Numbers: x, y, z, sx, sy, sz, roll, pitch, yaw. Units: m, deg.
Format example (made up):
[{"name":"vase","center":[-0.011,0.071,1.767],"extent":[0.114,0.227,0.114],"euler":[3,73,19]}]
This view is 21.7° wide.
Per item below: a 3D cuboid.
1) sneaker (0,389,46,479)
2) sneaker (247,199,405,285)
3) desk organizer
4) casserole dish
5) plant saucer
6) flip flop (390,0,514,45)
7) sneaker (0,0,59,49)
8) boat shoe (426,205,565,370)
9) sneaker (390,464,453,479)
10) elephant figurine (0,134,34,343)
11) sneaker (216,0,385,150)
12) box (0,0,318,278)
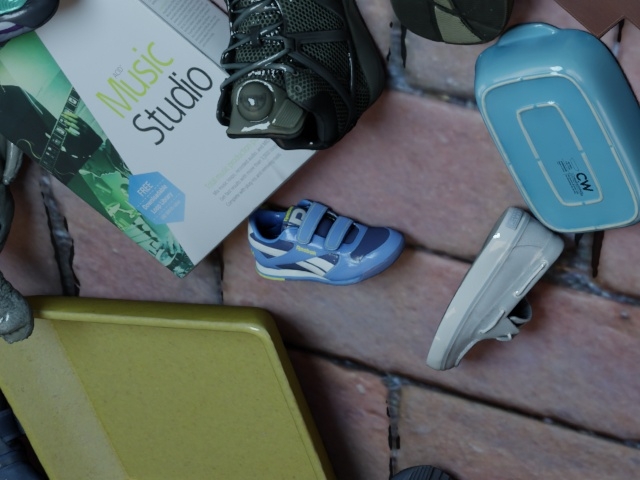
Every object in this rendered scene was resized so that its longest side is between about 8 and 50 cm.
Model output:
[{"name":"sneaker","center":[-0.350,0.232,1.775],"extent":[0.163,0.086,0.226],"euler":[57,159,3]},{"name":"sneaker","center":[0.000,0.000,1.373],"extent":[0.144,0.053,0.059],"euler":[-1,127,29]},{"name":"desk organizer","center":[0.221,-0.146,1.113],"extent":[0.130,0.047,0.050],"euler":[39,139,-9]},{"name":"casserole dish","center":[0.179,-0.071,1.216],"extent":[0.114,0.037,0.188],"euler":[-8,126,36]},{"name":"plant saucer","center":[-0.131,0.170,1.589],"extent":[0.333,0.081,0.332],"euler":[2,130,28]},{"name":"flip flop","center":[0.101,-0.232,1.086],"extent":[0.112,0.080,0.277],"euler":[16,151,9]},{"name":"sneaker","center":[-0.272,-0.168,1.286],"extent":[0.224,0.083,0.098],"euler":[3,151,33]},{"name":"boat shoe","center":[0.140,0.049,1.339],"extent":[0.063,0.066,0.184],"euler":[29,128,4]},{"name":"sneaker","center":[0.106,0.339,1.595],"extent":[0.131,0.112,0.319],"euler":[2,128,42]},{"name":"elephant figurine","center":[-0.334,-0.051,1.452],"extent":[0.239,0.186,0.169],"euler":[29,-176,-43]},{"name":"sneaker","center":[-0.037,-0.157,1.190],"extent":[0.087,0.130,0.227],"euler":[-7,124,32]},{"name":"box","center":[-0.171,-0.132,1.341],"extent":[0.322,0.058,0.232],"euler":[40,137,-7]}]
